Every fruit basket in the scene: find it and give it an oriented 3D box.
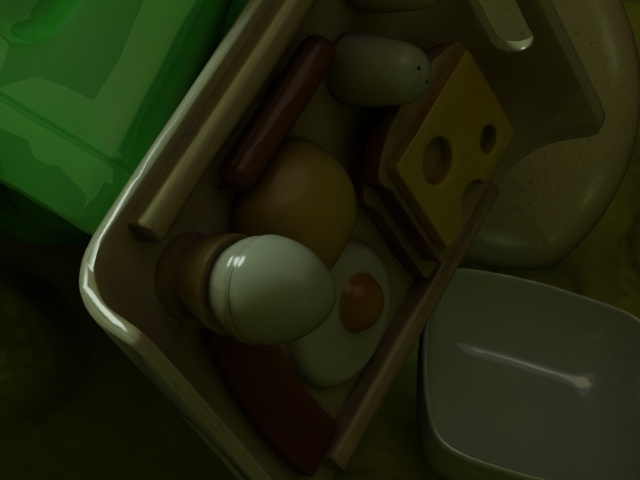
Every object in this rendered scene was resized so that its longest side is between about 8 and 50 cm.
[{"bbox_3d":[-0.241,-0.059,0.908,0.392,0.283,0.392,0,85,4],"label":"fruit basket"}]

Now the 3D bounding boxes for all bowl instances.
[{"bbox_3d":[0.116,0.091,1.009,0.142,0.053,0.142,15,45,-10],"label":"bowl"}]

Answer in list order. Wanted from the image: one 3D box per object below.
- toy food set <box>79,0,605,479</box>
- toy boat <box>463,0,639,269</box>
[{"bbox_3d":[0.032,-0.013,0.866,0.092,0.220,0.306,11,59,40],"label":"toy food set"},{"bbox_3d":[0.154,-0.128,1.098,0.318,0.267,0.148,-16,9,1],"label":"toy boat"}]
